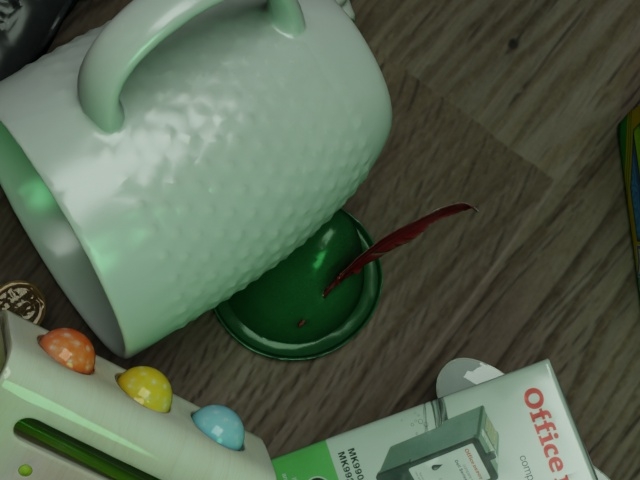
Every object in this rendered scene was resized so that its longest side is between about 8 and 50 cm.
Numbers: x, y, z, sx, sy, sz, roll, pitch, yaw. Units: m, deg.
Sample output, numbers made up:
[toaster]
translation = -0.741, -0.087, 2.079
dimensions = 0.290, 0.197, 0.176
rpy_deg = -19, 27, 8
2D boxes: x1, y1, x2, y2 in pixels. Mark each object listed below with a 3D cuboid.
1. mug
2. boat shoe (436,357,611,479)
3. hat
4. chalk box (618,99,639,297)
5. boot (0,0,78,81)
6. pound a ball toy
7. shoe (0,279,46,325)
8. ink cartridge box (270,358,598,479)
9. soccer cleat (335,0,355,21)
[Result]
[mug]
translation = -0.113, -0.114, 1.664
dimensions = 0.328, 0.374, 0.276
rpy_deg = -31, 65, -15
[boat shoe]
translation = 0.198, 0.200, 1.811
dimensions = 0.219, 0.070, 0.078
rpy_deg = 44, 91, 1
[hat]
translation = 0.000, 0.000, 1.778
dimensions = 0.208, 0.183, 0.173
rpy_deg = -39, 82, -21
[chalk box]
translation = 0.428, -0.020, 1.874
dimensions = 0.180, 0.179, 0.289
rpy_deg = -1, 71, -11
[boot]
translation = -0.422, -0.246, 1.813
dimensions = 0.367, 0.146, 0.445
rpy_deg = 31, 81, 24
[pound a ball toy]
translation = -0.206, 0.144, 1.652
dimensions = 0.319, 0.208, 0.136
rpy_deg = 30, 102, -21
[shoe]
translation = -0.355, 0.113, 1.742
dimensions = 0.219, 0.058, 0.077
rpy_deg = -34, 102, -16
[ink cartridge box]
translation = 0.117, 0.257, 1.700
dimensions = 0.289, 0.121, 0.211
rpy_deg = -21, 74, 3
[soccer cleat]
translation = -0.026, -0.294, 1.928
dimensions = 0.143, 0.116, 0.331
rpy_deg = 16, 72, -19
